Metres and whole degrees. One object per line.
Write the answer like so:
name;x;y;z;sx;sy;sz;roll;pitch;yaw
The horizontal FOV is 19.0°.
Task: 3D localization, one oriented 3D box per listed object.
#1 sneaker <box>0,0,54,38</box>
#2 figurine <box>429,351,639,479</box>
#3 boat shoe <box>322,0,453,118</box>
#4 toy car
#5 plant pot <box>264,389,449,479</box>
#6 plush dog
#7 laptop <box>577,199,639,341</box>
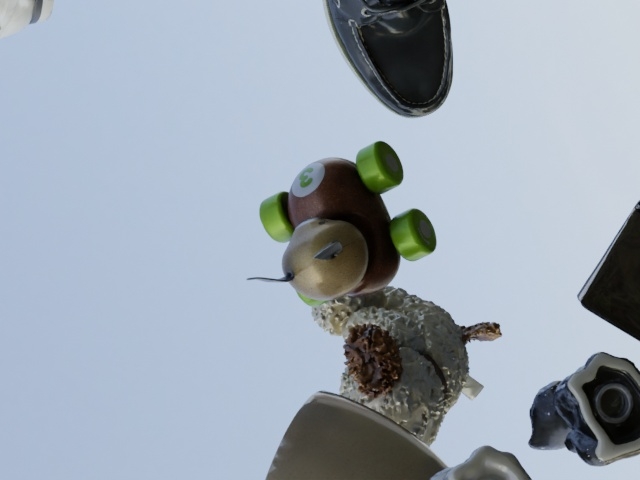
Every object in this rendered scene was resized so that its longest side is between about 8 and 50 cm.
sneaker;-0.314;-0.288;1.886;0.090;0.095;0.235;46;147;29
figurine;0.181;0.195;1.697;0.092;0.215;0.209;53;169;2
boat shoe;0.065;-0.282;1.949;0.113;0.127;0.340;-129;26;-76
toy car;0.000;0.000;1.910;0.149;0.155;0.188;63;-153;-1
plant pot;0.057;0.310;1.905;0.284;0.191;0.284;14;-90;-74
plush dog;0.096;0.170;2.225;0.225;0.210;0.262;-66;-34;-57
laptop;0.443;0.160;2.075;0.236;0.382;0.408;-54;-8;-25
